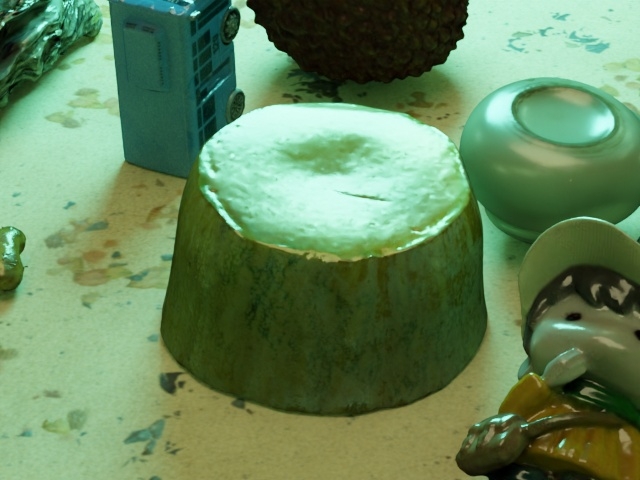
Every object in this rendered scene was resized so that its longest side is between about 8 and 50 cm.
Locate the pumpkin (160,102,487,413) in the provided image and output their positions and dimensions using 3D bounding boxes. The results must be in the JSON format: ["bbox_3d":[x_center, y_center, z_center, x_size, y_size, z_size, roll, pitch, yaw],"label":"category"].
[{"bbox_3d":[0.000,0.000,1.829,0.332,0.199,0.332,-3,35,2],"label":"pumpkin"}]

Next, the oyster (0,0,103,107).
[{"bbox_3d":[-0.371,-0.253,2.263,0.162,0.158,0.351,12,24,21],"label":"oyster"}]

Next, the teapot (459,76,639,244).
[{"bbox_3d":[0.304,-0.076,1.978,0.318,0.149,0.220,6,40,-2],"label":"teapot"}]

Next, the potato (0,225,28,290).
[{"bbox_3d":[-0.334,0.021,1.933,0.045,0.046,0.092,25,36,-26],"label":"potato"}]

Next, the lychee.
[{"bbox_3d":[0.047,-0.325,2.258,0.276,0.275,0.304,-28,68,-34],"label":"lychee"}]

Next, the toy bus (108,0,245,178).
[{"bbox_3d":[-0.164,-0.199,2.090,0.116,0.234,0.133,16,39,23],"label":"toy bus"}]

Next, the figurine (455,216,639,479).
[{"bbox_3d":[0.238,0.152,1.654,0.185,0.204,0.332,15,65,19],"label":"figurine"}]

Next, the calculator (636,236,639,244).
[{"bbox_3d":[0.433,0.013,1.934,0.184,0.042,0.295,23,39,31],"label":"calculator"}]
